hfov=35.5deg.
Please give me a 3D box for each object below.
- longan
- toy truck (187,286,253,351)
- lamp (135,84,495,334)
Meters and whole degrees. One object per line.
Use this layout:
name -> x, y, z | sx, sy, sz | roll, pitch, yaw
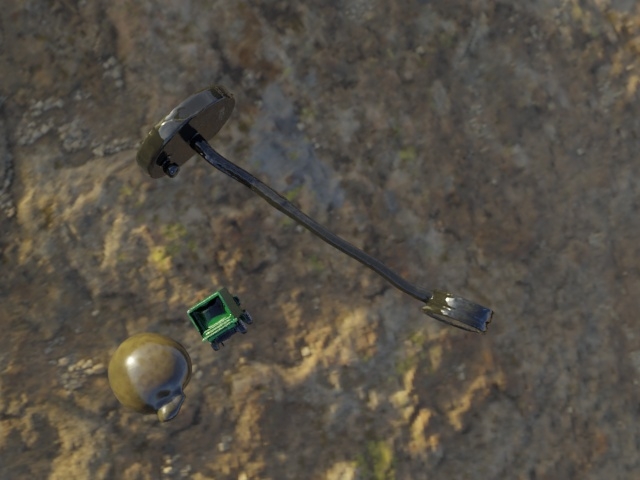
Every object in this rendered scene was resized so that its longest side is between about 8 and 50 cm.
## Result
longan -> -0.212, 0.173, 1.265 | 0.106, 0.106, 0.119 | -15, 59, -39
toy truck -> -0.155, 0.121, 1.560 | 0.065, 0.147, 0.079 | -32, 90, 3
lamp -> 0.014, -0.035, 0.951 | 0.371, 0.130, 0.109 | 25, 81, 2
